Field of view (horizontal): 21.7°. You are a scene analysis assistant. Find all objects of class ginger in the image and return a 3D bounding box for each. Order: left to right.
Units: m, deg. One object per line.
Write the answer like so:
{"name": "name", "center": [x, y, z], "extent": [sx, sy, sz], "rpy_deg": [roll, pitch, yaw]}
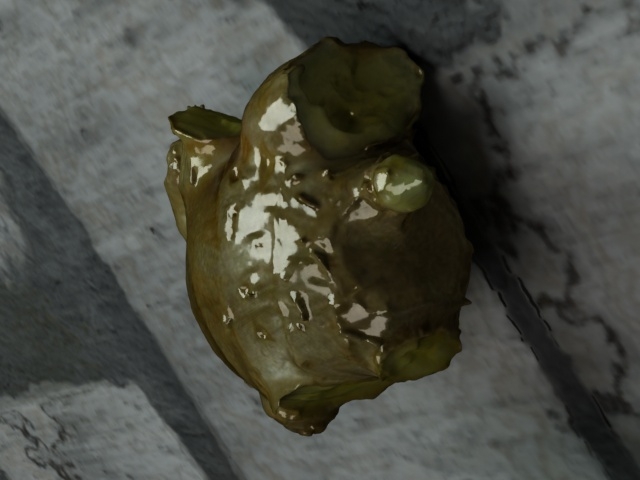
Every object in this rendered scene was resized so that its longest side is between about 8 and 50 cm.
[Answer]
{"name": "ginger", "center": [0.000, 0.000, 0.707], "extent": [0.216, 0.102, 0.157], "rpy_deg": [-28, 73, 62]}
